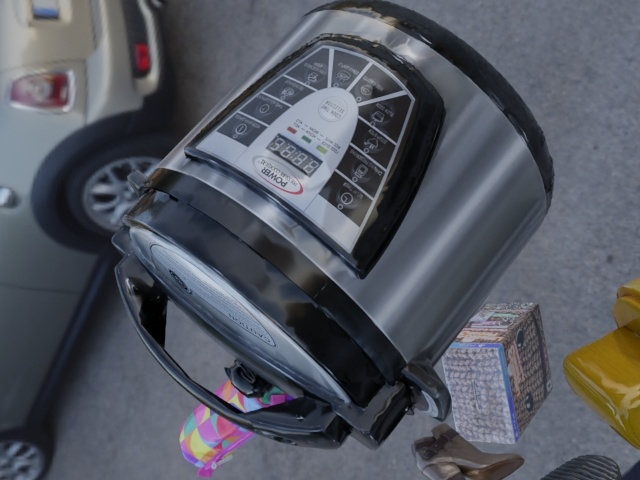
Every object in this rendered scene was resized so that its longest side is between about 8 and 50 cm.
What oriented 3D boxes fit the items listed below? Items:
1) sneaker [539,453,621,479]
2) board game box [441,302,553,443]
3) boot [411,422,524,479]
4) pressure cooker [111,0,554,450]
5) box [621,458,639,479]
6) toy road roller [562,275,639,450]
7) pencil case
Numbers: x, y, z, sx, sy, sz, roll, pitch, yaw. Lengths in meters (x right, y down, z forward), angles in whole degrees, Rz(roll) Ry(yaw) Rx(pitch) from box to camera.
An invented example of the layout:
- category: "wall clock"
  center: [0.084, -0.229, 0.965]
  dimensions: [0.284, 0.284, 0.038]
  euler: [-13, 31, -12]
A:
- category: "sneaker"
  center: [0.369, 0.486, 1.258]
  dimensions: [0.330, 0.146, 0.122]
  euler: [-50, 29, -16]
- category: "board game box"
  center: [0.420, 0.303, 1.929]
  dimensions: [0.141, 0.291, 0.232]
  euler: [-5, 105, 34]
- category: "boot"
  center: [0.171, 0.253, 0.979]
  dimensions: [0.087, 0.119, 0.042]
  euler: [51, 146, 45]
- category: "pressure cooker"
  center: [0.002, 0.004, 0.884]
  dimensions: [0.420, 0.375, 0.370]
  euler: [-49, 22, -15]
- category: "box"
  center: [0.674, 0.597, 1.507]
  dimensions: [0.312, 0.343, 0.179]
  euler: [-59, -5, 36]
- category: "toy road roller"
  center: [0.444, 0.187, 0.981]
  dimensions: [0.329, 0.241, 0.202]
  euler: [64, 177, -21]
- category: "pencil case"
  center: [-0.127, 0.268, 1.249]
  dimensions: [0.236, 0.104, 0.104]
  euler: [-48, 45, 38]
